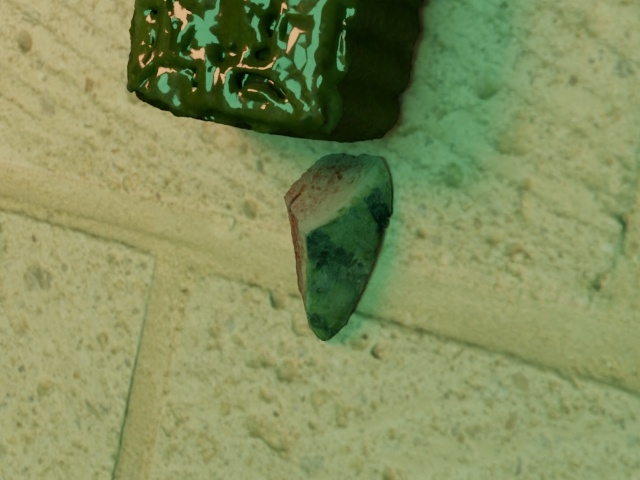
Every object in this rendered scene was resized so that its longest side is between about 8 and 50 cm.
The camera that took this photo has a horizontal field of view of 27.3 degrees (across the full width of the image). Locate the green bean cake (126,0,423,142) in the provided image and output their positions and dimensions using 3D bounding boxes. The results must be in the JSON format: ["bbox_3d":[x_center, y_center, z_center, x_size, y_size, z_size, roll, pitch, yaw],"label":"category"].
[{"bbox_3d":[-0.041,-0.223,1.226,0.249,0.156,0.247,15,96,32],"label":"green bean cake"}]

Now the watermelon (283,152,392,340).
[{"bbox_3d":[0.004,0.004,1.246,0.094,0.081,0.180,-1,80,58],"label":"watermelon"}]
